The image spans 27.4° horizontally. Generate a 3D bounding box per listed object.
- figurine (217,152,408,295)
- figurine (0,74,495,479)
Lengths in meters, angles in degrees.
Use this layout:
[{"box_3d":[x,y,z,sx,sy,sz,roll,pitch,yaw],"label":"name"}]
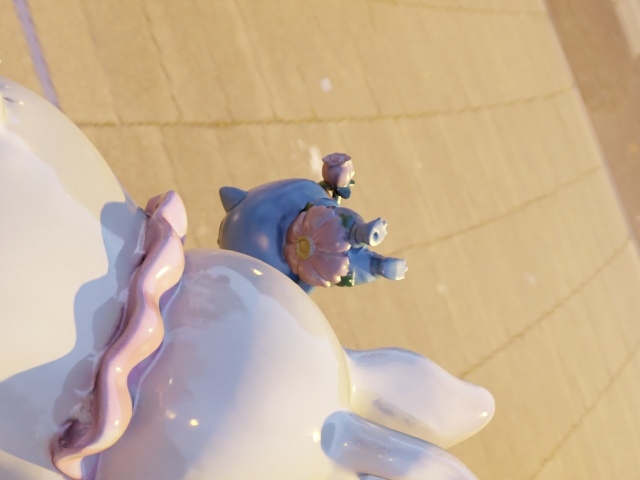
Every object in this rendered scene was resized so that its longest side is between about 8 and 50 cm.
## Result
[{"box_3d":[0.001,-0.005,1.146,0.144,0.178,0.114,-38,123,-39],"label":"figurine"},{"box_3d":[-0.067,0.052,0.434,0.235,0.155,0.127,33,20,-19],"label":"figurine"}]
